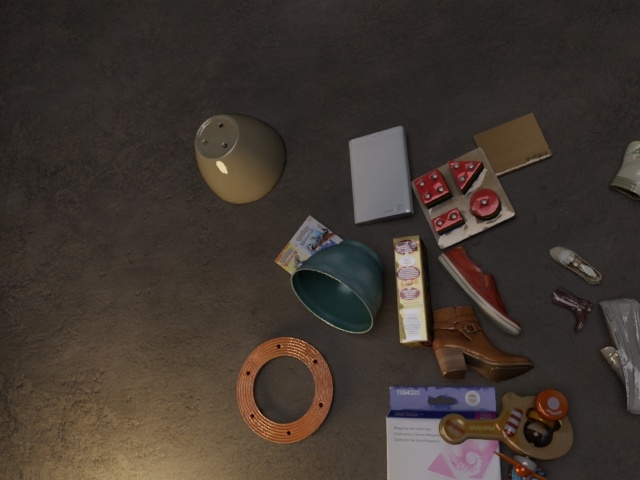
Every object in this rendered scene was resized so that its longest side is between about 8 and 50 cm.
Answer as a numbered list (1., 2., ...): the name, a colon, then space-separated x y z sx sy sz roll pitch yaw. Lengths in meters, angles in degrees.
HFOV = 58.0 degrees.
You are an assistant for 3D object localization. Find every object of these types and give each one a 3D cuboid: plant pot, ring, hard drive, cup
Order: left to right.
1. cup: -0.316 -0.323 2.068 0.331 0.237 0.331 -5 74 17
2. ring: -0.117 0.488 1.899 0.337 0.032 0.336 -5 74 17
3. plant pot: 0.082 0.123 1.816 0.293 0.293 0.196 24 57 22
4. hard drive: 0.202 -0.218 1.956 0.203 0.040 0.307 -12 72 27

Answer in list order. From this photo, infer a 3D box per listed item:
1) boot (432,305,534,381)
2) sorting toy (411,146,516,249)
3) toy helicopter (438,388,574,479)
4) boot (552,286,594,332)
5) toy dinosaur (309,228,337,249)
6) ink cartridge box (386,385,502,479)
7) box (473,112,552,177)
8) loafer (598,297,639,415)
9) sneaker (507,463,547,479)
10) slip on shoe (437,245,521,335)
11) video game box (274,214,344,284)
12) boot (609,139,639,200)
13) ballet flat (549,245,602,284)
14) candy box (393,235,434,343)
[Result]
1. boot: 0.473 0.302 1.722 0.284 0.109 0.220 -3 50 0
2. sorting toy: 0.442 -0.142 1.835 0.255 0.089 0.257 -27 69 16
3. toy helicopter: 0.503 0.532 1.572 0.355 0.140 0.235 -1 67 4
4. boot: 0.723 0.201 1.691 0.114 0.037 0.106 28 73 19
5. toy dinosaur: 0.000 0.000 1.935 0.090 0.047 0.082 19 100 11
6. ink cartridge box: 0.357 0.597 1.693 0.324 0.071 0.330 -5 76 17
7. box: 0.618 -0.305 1.868 0.201 0.021 0.164 -21 70 13
8. loafer: 0.833 0.316 1.592 0.111 0.112 0.319 -5 67 22
9. sneaker: 0.576 0.743 1.563 0.125 0.104 0.261 -2 75 16
10. slip on shoe: 0.491 0.146 1.745 0.101 0.123 0.331 -37 63 2
11. video game box: -0.025 0.046 1.976 0.187 0.048 0.205 36 89 25
12. boot: 0.981 -0.188 1.688 0.213 0.077 0.165 25 84 28
13. ballet flat: 0.757 0.067 1.707 0.168 0.052 0.057 37 90 23
14. candy box: 0.287 0.160 1.767 0.088 0.183 0.316 -6 74 16
